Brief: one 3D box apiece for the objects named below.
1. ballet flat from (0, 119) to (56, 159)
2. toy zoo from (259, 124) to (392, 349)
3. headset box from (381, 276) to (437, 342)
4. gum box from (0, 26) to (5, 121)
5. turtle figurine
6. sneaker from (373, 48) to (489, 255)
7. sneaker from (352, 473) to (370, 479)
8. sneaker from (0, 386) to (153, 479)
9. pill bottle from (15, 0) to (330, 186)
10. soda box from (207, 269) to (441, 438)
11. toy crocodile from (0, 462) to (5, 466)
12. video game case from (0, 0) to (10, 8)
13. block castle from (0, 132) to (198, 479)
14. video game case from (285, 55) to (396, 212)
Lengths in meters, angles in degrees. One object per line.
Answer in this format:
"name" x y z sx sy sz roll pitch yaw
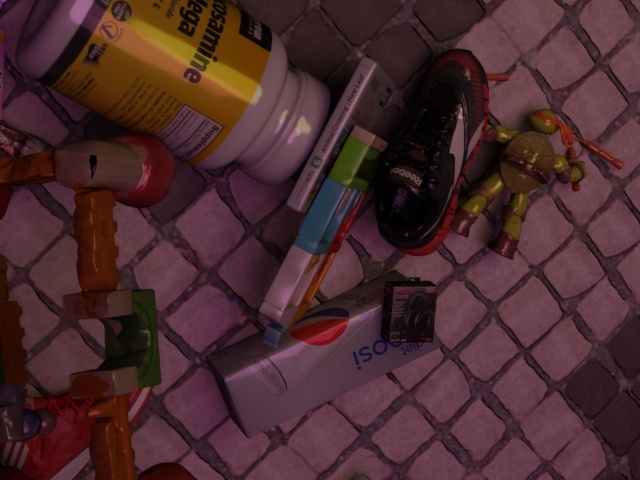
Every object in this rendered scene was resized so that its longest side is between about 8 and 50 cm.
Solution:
"ballet flat" -0.360 -0.113 1.526 0.114 0.041 0.041 28 94 -24
"toy zoo" 0.000 0.000 1.606 0.030 0.192 0.293 28 95 8
"headset box" 0.113 0.086 1.649 0.062 0.032 0.083 1 103 -19
"gum box" -0.451 -0.188 1.446 0.188 0.062 0.107 3 84 -20
"turtle figurine" 0.273 -0.086 1.726 0.270 0.087 0.217 25 95 -23
"sneaker" 0.137 -0.109 1.637 0.098 0.135 0.276 21 101 21
"sneaker" 0.068 0.441 1.808 0.115 0.090 0.232 -29 103 -3
"sneaker" -0.312 0.207 1.605 0.128 0.087 0.221 42 87 -25
"pill bottle" -0.162 -0.200 1.491 0.334 0.188 0.188 28 94 -24
"soda box" 0.005 0.145 1.693 0.286 0.091 0.098 -24 110 -12
"toy crocodile" -0.536 0.243 1.537 0.341 0.105 0.115 18 98 -18
"video game case" -0.348 -0.336 1.486 0.122 0.011 0.087 -39 113 -5
"block castle" -0.302 0.116 1.440 0.303 0.213 0.453 -6 89 19
"video game case" 0.028 -0.121 1.577 0.023 0.212 0.193 28 94 8
